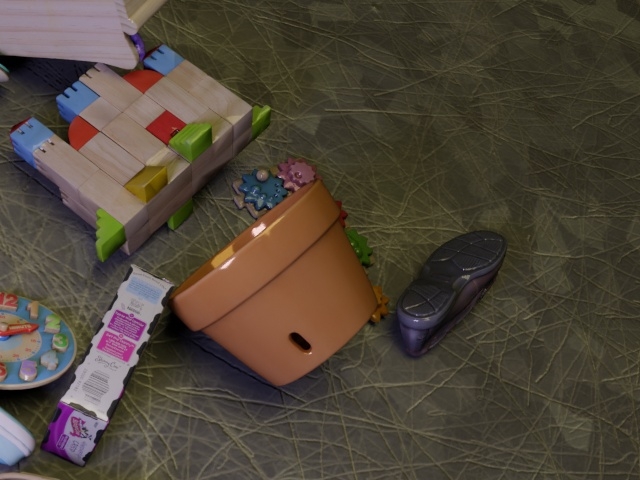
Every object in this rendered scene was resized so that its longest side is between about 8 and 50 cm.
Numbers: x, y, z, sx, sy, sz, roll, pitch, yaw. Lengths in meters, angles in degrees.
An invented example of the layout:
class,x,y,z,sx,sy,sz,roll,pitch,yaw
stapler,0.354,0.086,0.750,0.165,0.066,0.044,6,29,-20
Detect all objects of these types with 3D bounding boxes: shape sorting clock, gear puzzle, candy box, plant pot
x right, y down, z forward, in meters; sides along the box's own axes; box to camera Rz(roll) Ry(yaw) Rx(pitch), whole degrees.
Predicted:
class,x,y,z,sx,sy,sz,roll,pitch,yaw
shape sorting clock,-0.435,0.131,1.407,0.206,0.040,0.206,16,24,-7
gear puzzle,0.000,0.000,1.730,0.175,0.044,0.339,-22,69,-35
candy box,-0.288,0.169,1.407,0.071,0.159,0.233,26,51,-8
plant pot,-0.053,0.075,1.524,0.203,0.291,0.291,51,50,-7

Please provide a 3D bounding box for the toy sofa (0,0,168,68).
class,x,y,z,sx,sy,sz,roll,pitch,yaw
toy sofa,-0.420,-0.393,1.650,0.363,0.177,0.150,6,40,21

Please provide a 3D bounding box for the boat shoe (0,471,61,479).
class,x,y,z,sx,sy,sz,roll,pitch,yaw
boat shoe,-0.283,0.367,1.308,0.302,0.098,0.109,22,51,-9

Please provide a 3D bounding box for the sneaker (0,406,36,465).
class,x,y,z,sx,sy,sz,roll,pitch,yaw
sneaker,-0.533,0.249,1.282,0.319,0.127,0.208,34,71,-19

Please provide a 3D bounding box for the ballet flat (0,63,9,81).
class,x,y,z,sx,sy,sz,roll,pitch,yaw
ballet flat,-0.614,-0.303,1.651,0.248,0.086,0.086,34,50,3

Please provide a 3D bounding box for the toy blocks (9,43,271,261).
class,x,y,z,sx,sy,sz,roll,pitch,yaw
toy blocks,-0.298,-0.167,1.631,0.261,0.190,0.381,37,64,15

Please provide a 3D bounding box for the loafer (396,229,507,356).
class,x,y,z,sx,sy,sz,roll,pitch,yaw
loafer,0.220,0.085,1.759,0.109,0.095,0.302,20,39,29
